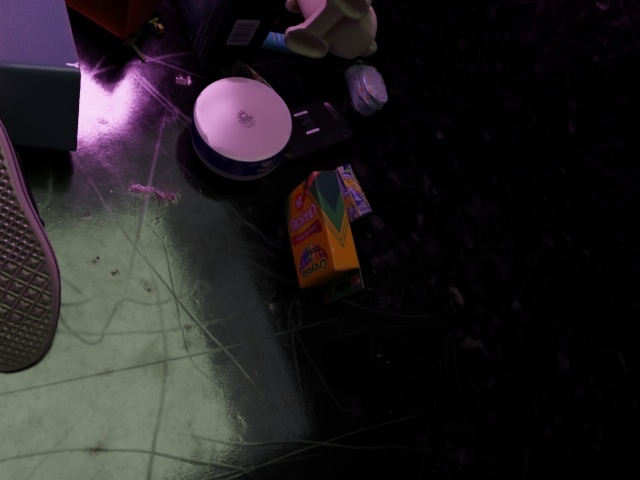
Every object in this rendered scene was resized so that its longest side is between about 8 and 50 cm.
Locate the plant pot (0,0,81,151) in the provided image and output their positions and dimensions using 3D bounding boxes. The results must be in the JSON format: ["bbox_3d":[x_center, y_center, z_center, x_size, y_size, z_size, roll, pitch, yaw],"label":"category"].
[{"bbox_3d":[-0.645,-0.348,0.916,0.252,0.247,0.248,-8,66,-35],"label":"plant pot"}]

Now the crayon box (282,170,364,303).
[{"bbox_3d":[0.000,0.000,1.221,0.081,0.202,0.319,-4,73,-32],"label":"crayon box"}]

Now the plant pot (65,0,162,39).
[{"bbox_3d":[-0.516,-0.723,1.150,0.267,0.267,0.236,32,40,-2],"label":"plant pot"}]

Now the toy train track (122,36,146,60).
[{"bbox_3d":[-0.507,-0.523,1.236,0.083,0.014,0.048,50,47,-12],"label":"toy train track"}]

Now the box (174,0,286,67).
[{"bbox_3d":[-0.272,-0.700,1.275,0.182,0.296,0.294,-16,79,-34],"label":"box"}]

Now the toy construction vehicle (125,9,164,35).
[{"bbox_3d":[-0.494,-0.613,1.264,0.098,0.035,0.086,50,54,-5],"label":"toy construction vehicle"}]

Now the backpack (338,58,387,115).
[{"bbox_3d":[0.155,-0.528,1.576,0.151,0.115,0.182,-4,76,-35],"label":"backpack"}]

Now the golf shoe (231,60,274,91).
[{"bbox_3d":[-0.194,-0.463,1.379,0.186,0.067,0.086,49,26,-3],"label":"golf shoe"}]

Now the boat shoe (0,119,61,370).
[{"bbox_3d":[-0.617,-0.004,0.867,0.186,0.156,0.501,-14,97,-24],"label":"boat shoe"}]

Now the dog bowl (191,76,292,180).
[{"bbox_3d":[-0.214,-0.304,1.238,0.264,0.104,0.265,6,69,-16],"label":"dog bowl"}]

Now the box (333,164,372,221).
[{"bbox_3d":[0.092,-0.148,1.422,0.054,0.059,0.169,-20,83,-36],"label":"box"}]

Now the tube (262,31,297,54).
[{"bbox_3d":[-0.111,-0.652,1.509,0.207,0.052,0.080,-10,83,-39],"label":"tube"}]

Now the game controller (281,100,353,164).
[{"bbox_3d":[-0.039,-0.346,1.431,0.319,0.067,0.166,-28,73,-36],"label":"game controller"}]

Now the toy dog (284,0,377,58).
[{"bbox_3d":[0.046,-0.841,1.520,0.395,0.284,0.408,6,61,-36],"label":"toy dog"}]
